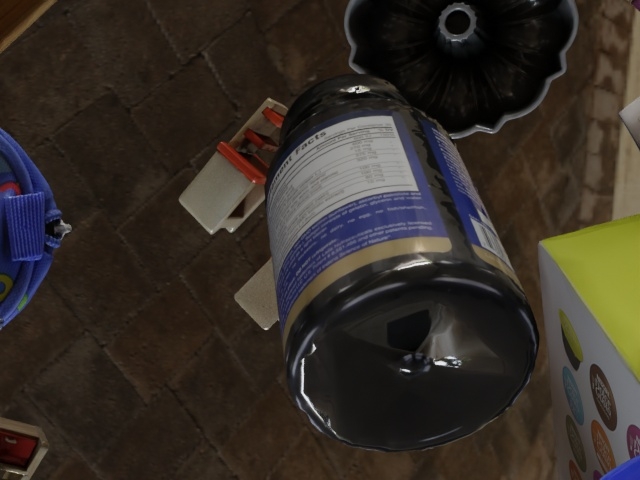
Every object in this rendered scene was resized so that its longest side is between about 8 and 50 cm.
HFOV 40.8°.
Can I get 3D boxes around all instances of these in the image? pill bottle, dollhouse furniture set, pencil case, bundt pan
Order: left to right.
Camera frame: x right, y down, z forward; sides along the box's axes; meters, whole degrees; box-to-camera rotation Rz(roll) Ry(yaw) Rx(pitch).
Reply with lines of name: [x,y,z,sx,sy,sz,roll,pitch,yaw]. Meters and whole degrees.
pencil case: [-0.237,-0.011,0.524,0.133,0.306,0.119,6,89,-25]
dollhouse furniture set: [-0.344,0.207,0.851,0.184,0.129,0.129,28,96,-40]
dollhouse furniture set: [0.000,0.000,0.846,0.135,0.259,0.262,-46,173,9]
pill bottle: [0.032,-0.003,0.483,0.122,0.123,0.219,54,15,-35]
bundt pan: [0.208,-0.313,1.266,0.124,0.331,0.330,-20,111,-74]

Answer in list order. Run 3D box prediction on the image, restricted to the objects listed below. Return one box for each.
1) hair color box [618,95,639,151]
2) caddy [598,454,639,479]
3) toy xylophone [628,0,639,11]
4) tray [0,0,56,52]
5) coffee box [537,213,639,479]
hair color box: [0.504,-0.117,1.061,0.105,0.174,0.347,42,25,-16]
caddy: [0.206,0.168,0.190,0.241,0.341,0.179,-24,148,-37]
toy xylophone: [0.442,-0.297,0.800,0.236,0.081,0.322,45,82,-6]
tray: [-0.247,-0.377,0.854,0.411,0.076,0.202,-57,171,-29]
coffee box: [0.394,0.171,0.663,0.338,0.337,0.334,-14,122,-1]
